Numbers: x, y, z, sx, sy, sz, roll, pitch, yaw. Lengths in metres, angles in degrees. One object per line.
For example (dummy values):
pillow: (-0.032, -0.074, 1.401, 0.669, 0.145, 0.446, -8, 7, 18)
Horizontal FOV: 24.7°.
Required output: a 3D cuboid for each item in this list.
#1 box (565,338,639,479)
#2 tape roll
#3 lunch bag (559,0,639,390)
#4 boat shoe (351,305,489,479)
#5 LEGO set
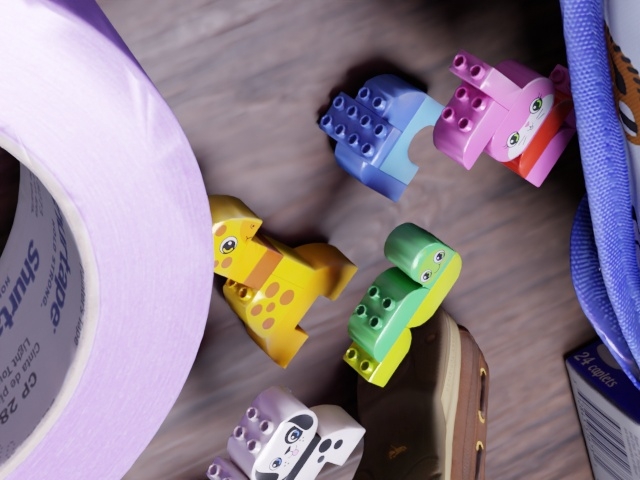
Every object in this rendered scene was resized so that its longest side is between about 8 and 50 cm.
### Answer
box: (0.212, 0.094, 0.760, 0.137, 0.072, 0.126, -28, 122, -13)
tape roll: (-0.178, 0.011, 0.488, 0.275, 0.090, 0.275, -15, 128, -19)
lunch bag: (0.267, -0.070, 0.578, 0.328, 0.239, 0.385, -45, 142, -18)
boat shoe: (0.048, 0.115, 0.648, 0.060, 0.064, 0.178, 33, 54, -36)
LEGO set: (0.000, 0.000, 0.599, 0.093, 0.087, 0.227, 26, 99, -48)
